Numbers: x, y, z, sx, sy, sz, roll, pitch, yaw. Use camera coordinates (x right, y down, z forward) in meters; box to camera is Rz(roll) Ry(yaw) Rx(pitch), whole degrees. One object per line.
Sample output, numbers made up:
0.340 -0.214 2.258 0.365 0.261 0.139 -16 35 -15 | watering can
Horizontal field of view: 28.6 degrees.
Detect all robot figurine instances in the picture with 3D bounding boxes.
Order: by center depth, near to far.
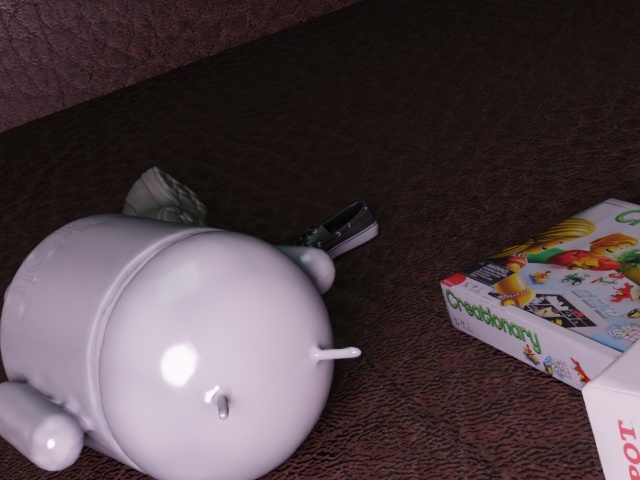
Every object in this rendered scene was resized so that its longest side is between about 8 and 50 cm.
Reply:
-0.127 0.084 1.016 0.300 0.199 0.353 -36 26 -30 | robot figurine

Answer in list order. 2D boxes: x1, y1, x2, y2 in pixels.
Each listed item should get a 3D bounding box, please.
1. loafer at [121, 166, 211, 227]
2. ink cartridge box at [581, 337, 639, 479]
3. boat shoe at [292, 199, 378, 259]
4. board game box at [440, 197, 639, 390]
-0.174 0.013 1.417 0.111 0.112 0.319 -53 20 7 | loafer
0.282 0.120 0.612 0.168 0.171 0.233 -31 24 -32 | ink cartridge box
0.000 0.000 1.364 0.142 0.040 0.049 -28 22 -27 | boat shoe
0.255 0.049 0.997 0.193 0.053 0.305 -25 21 -19 | board game box
